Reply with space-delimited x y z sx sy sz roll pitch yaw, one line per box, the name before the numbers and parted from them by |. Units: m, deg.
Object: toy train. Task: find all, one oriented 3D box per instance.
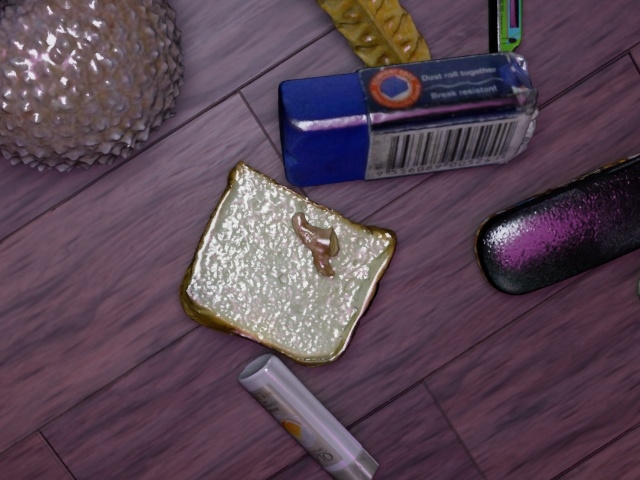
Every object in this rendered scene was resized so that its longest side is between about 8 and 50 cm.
toy train | 0.255 -0.334 1.251 0.042 0.044 0.209 -4 100 -5

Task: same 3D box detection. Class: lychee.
lychee | -0.310 -0.218 1.099 0.300 0.300 0.300 -1 100 -6

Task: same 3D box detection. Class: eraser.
eraser | 0.112 -0.155 1.209 0.332 0.155 0.102 -7 61 -5

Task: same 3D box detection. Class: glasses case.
glasses case | 0.372 -0.025 1.297 0.321 0.082 0.122 -23 102 -3

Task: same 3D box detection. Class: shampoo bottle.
shampoo bottle | -0.017 0.258 1.302 0.227 0.086 0.056 48 55 -12

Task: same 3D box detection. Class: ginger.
ginger | 0.001 0.000 1.208 0.048 0.030 0.097 -30 93 -12

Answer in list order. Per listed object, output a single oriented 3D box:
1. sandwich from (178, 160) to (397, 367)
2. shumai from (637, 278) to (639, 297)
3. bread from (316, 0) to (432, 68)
sandwich | -0.047 0.041 1.257 0.251 0.087 0.226 24 84 -10
shumai | 0.568 0.076 1.307 0.184 0.142 0.184 0 97 -4
bread | 0.033 -0.319 1.146 0.084 0.077 0.367 -51 129 -9
